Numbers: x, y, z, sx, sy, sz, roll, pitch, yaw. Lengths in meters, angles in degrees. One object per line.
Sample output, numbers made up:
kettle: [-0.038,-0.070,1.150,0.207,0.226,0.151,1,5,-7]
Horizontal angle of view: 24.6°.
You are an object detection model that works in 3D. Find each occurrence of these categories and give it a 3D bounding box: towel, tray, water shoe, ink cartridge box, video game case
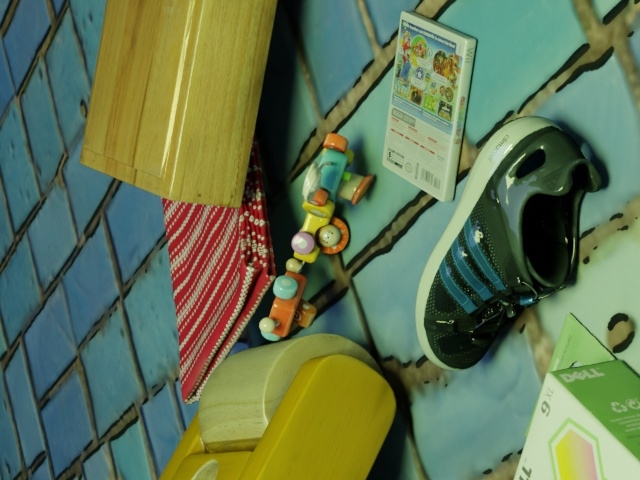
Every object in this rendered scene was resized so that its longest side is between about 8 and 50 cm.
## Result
towel: [-0.102,-0.019,1.321,0.199,0.031,0.275,122,148,-43]
tray: [-0.108,-0.248,1.246,0.203,0.076,0.411,21,101,58]
water shoe: [0.120,0.019,0.969,0.080,0.073,0.203,49,136,42]
ink cartridge box: [0.176,0.147,0.904,0.209,0.062,0.109,48,136,46]
video game case: [0.079,-0.100,1.082,0.087,0.011,0.122,37,126,53]

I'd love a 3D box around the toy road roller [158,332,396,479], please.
toy road roller: [-0.017,0.262,1.181,0.202,0.240,0.329,-18,42,60]

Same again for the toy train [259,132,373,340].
toy train: [0.000,0.000,1.164,0.125,0.046,0.166,-67,-4,-55]
